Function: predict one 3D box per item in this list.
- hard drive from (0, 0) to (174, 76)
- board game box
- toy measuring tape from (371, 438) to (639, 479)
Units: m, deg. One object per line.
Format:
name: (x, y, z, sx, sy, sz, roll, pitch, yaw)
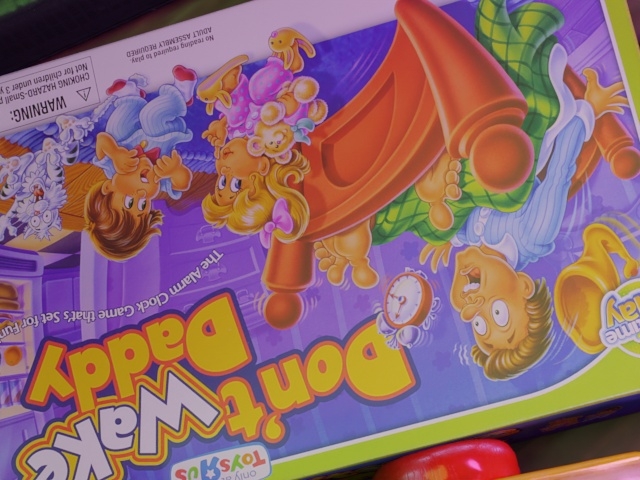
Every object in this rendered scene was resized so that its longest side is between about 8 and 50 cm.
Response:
hard drive: (-0.164, -0.227, 1.016, 0.172, 0.054, 0.254, -23, 75, 8)
board game box: (0.000, 0.000, 0.921, 0.347, 0.078, 0.233, -16, 76, 10)
toy measuring tape: (0.126, 0.139, 0.868, 0.330, 0.121, 0.121, -10, 76, -13)
